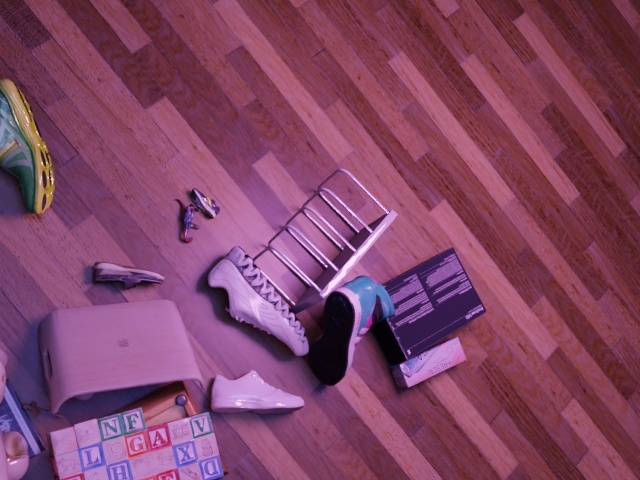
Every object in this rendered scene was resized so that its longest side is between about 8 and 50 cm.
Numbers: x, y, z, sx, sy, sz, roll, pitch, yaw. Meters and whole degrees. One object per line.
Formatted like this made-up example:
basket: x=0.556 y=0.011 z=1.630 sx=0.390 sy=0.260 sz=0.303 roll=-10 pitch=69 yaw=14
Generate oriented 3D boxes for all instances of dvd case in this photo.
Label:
dvd case: x=-0.680 y=0.396 z=1.608 sx=0.221 sy=0.018 sz=0.164 roll=-28 pitch=88 yaw=-25

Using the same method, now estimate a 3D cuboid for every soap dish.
soap dish: x=-0.353 y=0.447 z=1.677 sx=0.291 sy=0.118 sz=0.229 roll=-26 pitch=88 yaw=-27

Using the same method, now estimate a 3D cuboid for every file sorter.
file sorter: x=0.000 y=0.000 z=1.892 sx=0.173 sy=0.193 sz=0.277 roll=44 pitch=65 yaw=-5

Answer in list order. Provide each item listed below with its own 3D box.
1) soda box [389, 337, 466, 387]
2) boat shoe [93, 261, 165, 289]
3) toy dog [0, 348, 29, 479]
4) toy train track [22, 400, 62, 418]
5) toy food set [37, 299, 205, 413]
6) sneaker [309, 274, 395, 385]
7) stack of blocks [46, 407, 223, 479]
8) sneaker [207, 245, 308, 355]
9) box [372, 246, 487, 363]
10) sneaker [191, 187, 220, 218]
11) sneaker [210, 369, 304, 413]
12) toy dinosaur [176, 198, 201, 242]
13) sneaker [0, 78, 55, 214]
soda box: x=0.263 y=0.298 z=2.001 sx=0.183 sy=0.058 sz=0.063 roll=-20 pitch=86 yaw=-26
boat shoe: x=-0.416 y=0.082 z=1.777 sx=0.152 sy=0.056 sz=0.049 roll=11 pitch=78 yaw=-10
toy dog: x=-0.625 y=0.392 z=1.418 sx=0.284 sy=0.395 sz=0.408 roll=-12 pitch=73 yaw=-33
toy train track: x=-0.565 y=0.348 z=1.662 sx=0.083 sy=0.048 sz=0.014 roll=25 pitch=101 yaw=-31
toy food set: x=-0.410 y=0.240 z=1.691 sx=0.306 sy=0.092 sz=0.219 roll=-4 pitch=44 yaw=-25
sneaker: x=0.076 y=0.188 z=1.858 sx=0.124 sy=0.295 sz=0.178 roll=38 pitch=46 yaw=24
stack of blocks: x=-0.354 y=0.410 z=1.570 sx=0.297 sy=0.087 sz=0.171 roll=-11 pitch=81 yaw=-25
sneaker: x=-0.138 y=0.155 z=1.855 sx=0.118 sy=0.110 sz=0.292 roll=-39 pitch=95 yaw=-8
box: x=0.248 y=0.158 z=2.004 sx=0.261 sy=0.103 sz=0.184 roll=-26 pitch=84 yaw=-26
sneaker: x=-0.265 y=-0.089 z=1.894 sx=0.083 sy=0.031 sz=0.035 roll=53 pitch=51 yaw=-8
sneaker: x=-0.137 y=0.334 z=1.822 sx=0.212 sy=0.080 sz=0.094 roll=7 pitch=63 yaw=-20
toy dinosaur: x=-0.302 y=-0.040 z=1.870 sx=0.090 sy=0.047 sz=0.082 roll=22 pitch=76 yaw=19
sneaker: x=-0.647 y=-0.189 z=1.731 sx=0.123 sy=0.109 sz=0.295 roll=-20 pitch=87 yaw=-2
